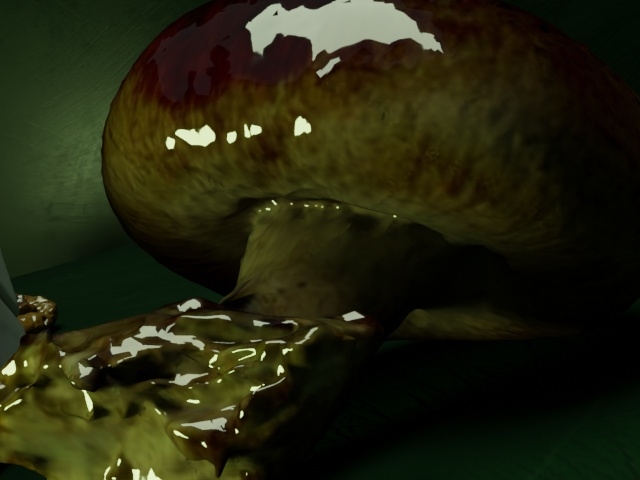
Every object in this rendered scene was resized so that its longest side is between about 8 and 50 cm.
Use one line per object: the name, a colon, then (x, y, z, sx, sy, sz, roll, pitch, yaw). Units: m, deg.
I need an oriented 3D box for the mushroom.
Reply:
mushroom: (0.037, 0.005, 0.676, 0.331, 0.356, 0.334, -17, -33, 17)

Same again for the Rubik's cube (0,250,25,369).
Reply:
Rubik's cube: (-0.408, 0.051, 0.778, 0.316, 0.322, 0.319, -14, 7, 6)

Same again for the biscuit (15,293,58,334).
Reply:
biscuit: (-0.527, 0.131, 1.607, 0.334, 0.081, 0.289, -17, 6, -25)
